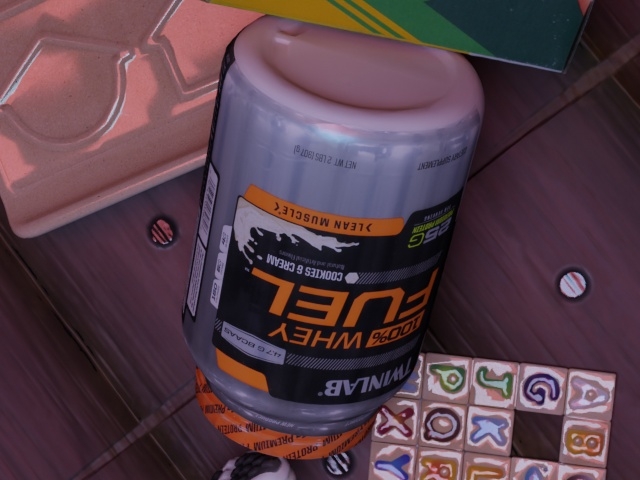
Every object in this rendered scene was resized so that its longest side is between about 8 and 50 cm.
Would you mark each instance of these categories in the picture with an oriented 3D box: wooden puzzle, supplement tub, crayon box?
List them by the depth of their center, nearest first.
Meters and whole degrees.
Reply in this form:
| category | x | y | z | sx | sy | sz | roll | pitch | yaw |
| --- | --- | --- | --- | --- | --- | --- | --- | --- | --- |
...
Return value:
| category | x | y | z | sx | sy | sz | roll | pitch | yaw |
| --- | --- | --- | --- | --- | --- | --- | --- | --- | --- |
| crayon box | 0.034 | -0.240 | 1.153 | 0.319 | 0.202 | 0.081 | 9 | 134 | -7 |
| supplement tub | 0.000 | 0.000 | 1.177 | 0.194 | 0.193 | 0.316 | 18 | 124 | 10 |
| wooden puzzle | -0.167 | -0.213 | 1.305 | 0.322 | 0.080 | 0.348 | -22 | 84 | 11 |

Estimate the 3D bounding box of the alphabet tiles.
| category | x | y | z | sx | sy | sz | roll | pitch | yaw |
| --- | --- | --- | --- | --- | --- | --- | --- | --- | --- |
| alphabet tiles | 0.136 | 0.217 | 1.297 | 0.198 | 0.009 | 0.237 | 5 | 93 | 11 |

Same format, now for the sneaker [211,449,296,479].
| category | x | y | z | sx | sy | sz | roll | pitch | yaw |
| --- | --- | --- | --- | --- | --- | --- | --- | --- | --- |
| sneaker | -0.080 | 0.286 | 1.277 | 0.118 | 0.110 | 0.292 | 31 | 122 | -1 |
